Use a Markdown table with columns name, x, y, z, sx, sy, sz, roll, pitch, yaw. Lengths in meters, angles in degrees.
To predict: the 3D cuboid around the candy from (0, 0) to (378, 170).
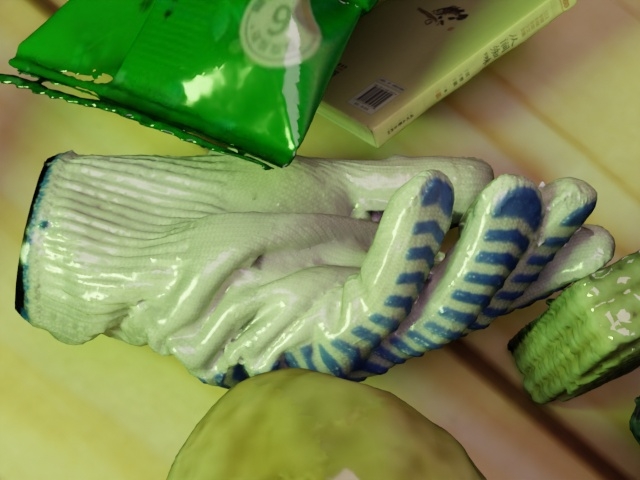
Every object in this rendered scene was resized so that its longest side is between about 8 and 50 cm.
| name | x | y | z | sx | sy | sz | roll | pitch | yaw |
| --- | --- | --- | --- | --- | --- | --- | --- | --- | --- |
| candy | -0.021 | -0.109 | 0.555 | 0.141 | 0.078 | 0.203 | 12 | 47 | 41 |

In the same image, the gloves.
| name | x | y | z | sx | sy | sz | roll | pitch | yaw |
| --- | --- | --- | --- | --- | --- | --- | --- | --- | --- |
| gloves | -0.003 | 0.004 | 0.525 | 0.229 | 0.097 | 0.119 | -3 | 40 | 8 |

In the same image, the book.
| name | x | y | z | sx | sy | sz | roll | pitch | yaw |
| --- | --- | --- | --- | --- | --- | --- | --- | --- | --- |
| book | 0.044 | -0.084 | 0.581 | 0.111 | 0.014 | 0.077 | -36 | 38 | -15 |

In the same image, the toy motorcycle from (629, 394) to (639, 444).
| name | x | y | z | sx | sy | sz | roll | pitch | yaw |
| --- | --- | --- | --- | --- | --- | --- | --- | --- | --- |
| toy motorcycle | 0.225 | 0.100 | 0.439 | 0.239 | 0.204 | 0.108 | 11 | 80 | 5 |

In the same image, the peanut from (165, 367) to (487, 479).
| name | x | y | z | sx | sy | sz | roll | pitch | yaw |
| --- | --- | --- | --- | --- | --- | --- | --- | --- | --- |
| peanut | 0.025 | 0.164 | 0.449 | 0.137 | 0.122 | 0.253 | -2 | 70 | -30 |

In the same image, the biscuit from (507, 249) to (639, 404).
| name | x | y | z | sx | sy | sz | roll | pitch | yaw |
| --- | --- | --- | --- | --- | --- | --- | --- | --- | --- |
| biscuit | 0.172 | 0.000 | 0.519 | 0.199 | 0.121 | 0.041 | -26 | 76 | -11 |
